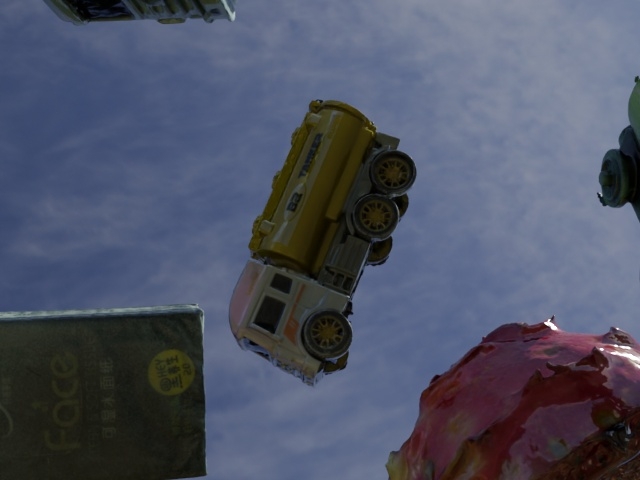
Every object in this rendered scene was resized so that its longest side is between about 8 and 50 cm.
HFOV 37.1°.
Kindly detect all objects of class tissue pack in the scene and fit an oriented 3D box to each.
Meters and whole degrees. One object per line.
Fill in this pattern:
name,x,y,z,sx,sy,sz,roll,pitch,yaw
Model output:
tissue pack,-0.253,0.166,1.018,0.257,0.081,0.185,-2,-87,-13

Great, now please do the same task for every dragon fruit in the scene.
dragon fruit,0.235,0.238,1.086,0.386,0.249,0.371,-23,-42,-21

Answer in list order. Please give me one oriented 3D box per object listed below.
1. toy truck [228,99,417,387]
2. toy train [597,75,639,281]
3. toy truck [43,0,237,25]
toy truck,0.000,0.000,0.790,0.114,0.098,0.226,21,-105,6
toy train,0.324,-0.048,0.836,0.105,0.253,0.157,2,-47,-3
toy truck,-0.131,-0.281,0.567,0.162,0.136,0.305,-7,-101,5
